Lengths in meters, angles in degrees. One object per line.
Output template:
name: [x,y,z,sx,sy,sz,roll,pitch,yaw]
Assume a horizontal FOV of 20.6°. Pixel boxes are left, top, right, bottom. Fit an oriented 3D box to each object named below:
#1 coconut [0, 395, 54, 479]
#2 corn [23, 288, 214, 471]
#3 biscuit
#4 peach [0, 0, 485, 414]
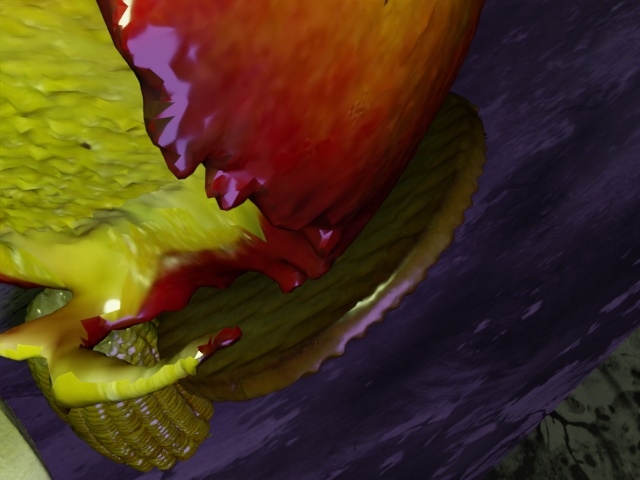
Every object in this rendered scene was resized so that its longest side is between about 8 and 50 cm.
coconut: [-0.332,0.195,1.260,0.266,0.237,0.237,-30,162,-10]
corn: [-0.176,0.119,1.542,0.131,0.131,0.344,-34,160,-5]
biscuit: [0.000,0.000,1.378,0.318,0.040,0.318,-35,-155,19]
peach: [-0.105,-0.133,0.678,0.406,0.335,0.310,-40,-152,64]
